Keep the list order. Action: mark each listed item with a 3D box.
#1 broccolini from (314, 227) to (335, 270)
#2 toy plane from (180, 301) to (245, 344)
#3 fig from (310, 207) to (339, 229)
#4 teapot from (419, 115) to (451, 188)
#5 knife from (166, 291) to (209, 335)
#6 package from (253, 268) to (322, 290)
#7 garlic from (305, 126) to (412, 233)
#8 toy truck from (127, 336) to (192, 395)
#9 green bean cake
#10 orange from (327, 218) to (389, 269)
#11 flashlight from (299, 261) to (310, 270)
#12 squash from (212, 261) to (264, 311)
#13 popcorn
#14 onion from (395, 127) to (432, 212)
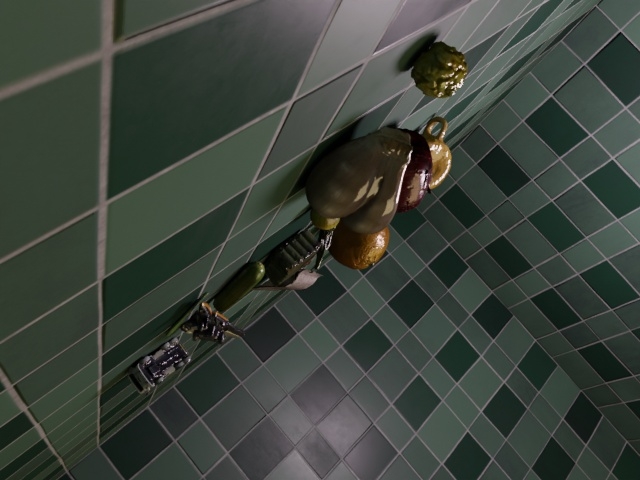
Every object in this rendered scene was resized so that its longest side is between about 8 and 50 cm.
[{"bbox_3d":[0.016,0.008,1.960,0.068,0.203,0.091,11,175,-31],"label":"broccolini"},{"bbox_3d":[-0.331,0.246,1.625,0.316,0.204,0.103,105,-10,-74],"label":"toy plane"},{"bbox_3d":[0.024,-0.106,1.637,0.093,0.093,0.166,-36,153,-42],"label":"fig"},{"bbox_3d":[0.353,-0.298,1.968,0.203,0.167,0.311,13,108,-30],"label":"teapot"},{"bbox_3d":[-0.388,0.216,1.608,0.207,0.014,0.030,-44,174,22],"label":"knife"},{"bbox_3d":[-0.135,0.168,2.141,0.250,0.062,0.204,-19,165,16],"label":"package"},{"bbox_3d":[0.069,-0.143,1.359,0.340,0.231,0.246,-170,-94,-78],"label":"garlic"},{"bbox_3d":[-0.512,0.402,1.769,0.114,0.098,0.227,-38,178,26],"label":"toy truck"},{"bbox_3d":[-0.101,0.057,1.888,0.173,0.094,0.181,-38,174,-32],"label":"green bean cake"},{"bbox_3d":[0.145,-0.016,2.146,0.264,0.264,0.264,-41,174,-5],"label":"orange"},{"bbox_3d":[-0.107,0.097,2.179,0.093,0.093,0.232,-37,173,-34],"label":"flashlight"},{"bbox_3d":[-0.252,0.143,1.712,0.229,0.066,0.066,-42,174,25],"label":"squash"},{"bbox_3d":[0.241,-0.350,1.135,0.120,0.116,0.106,-35,-145,-27],"label":"popcorn"},{"bbox_3d":[0.211,-0.204,1.583,0.252,0.219,0.252,-170,-90,-87],"label":"onion"}]
